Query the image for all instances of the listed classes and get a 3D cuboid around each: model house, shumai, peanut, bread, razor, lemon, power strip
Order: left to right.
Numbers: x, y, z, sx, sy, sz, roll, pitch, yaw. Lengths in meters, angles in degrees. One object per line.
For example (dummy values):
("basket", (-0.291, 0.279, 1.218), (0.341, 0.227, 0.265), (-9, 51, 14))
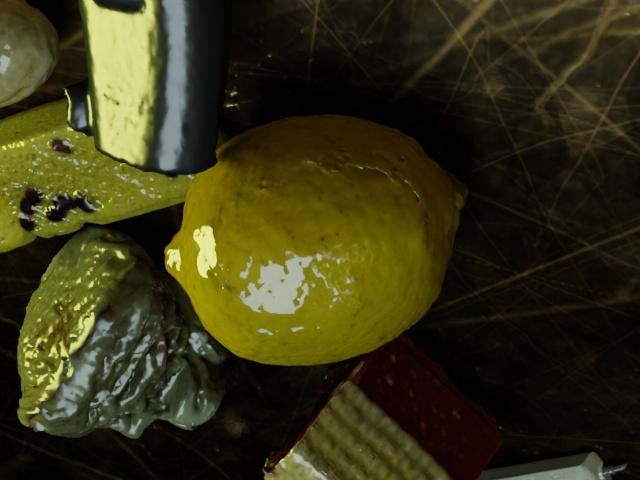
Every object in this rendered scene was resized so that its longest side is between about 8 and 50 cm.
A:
("peanut", (-0.368, -0.190, 1.837), (0.224, 0.129, 0.129), (-15, 122, 33))
("bread", (-0.272, -0.078, 1.928), (0.361, 0.077, 0.138), (-15, 122, 31))
("shumai", (-0.216, 0.121, 2.043), (0.218, 0.189, 0.256), (23, 120, -24))
("razor", (-0.163, -0.230, 1.676), (0.189, 0.107, 0.327), (20, 121, 40))
("lemon", (0.000, 0.000, 1.774), (0.310, 0.253, 0.253), (-14, 129, -6))
("model house", (0.058, 0.247, 1.950), (0.196, 0.254, 0.160), (43, 124, -3))
("power strip", (0.240, 0.287, 2.087), (0.252, 0.027, 0.060), (-14, 123, 31))

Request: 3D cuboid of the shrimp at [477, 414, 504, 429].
("shrimp", (0.159, 0.215, 2.059), (0.108, 0.023, 0.059), (12, 136, 19))
